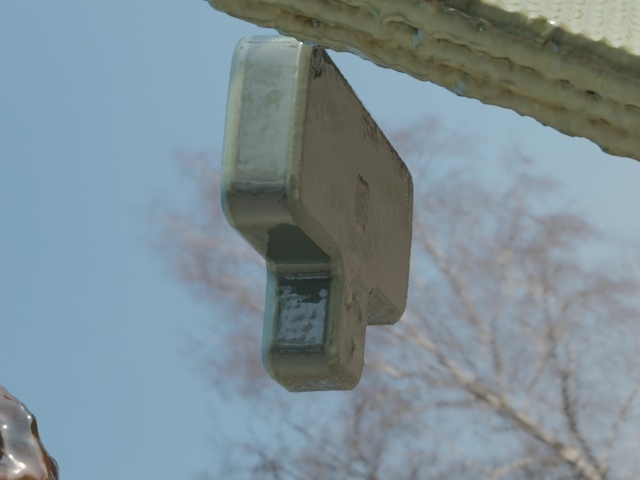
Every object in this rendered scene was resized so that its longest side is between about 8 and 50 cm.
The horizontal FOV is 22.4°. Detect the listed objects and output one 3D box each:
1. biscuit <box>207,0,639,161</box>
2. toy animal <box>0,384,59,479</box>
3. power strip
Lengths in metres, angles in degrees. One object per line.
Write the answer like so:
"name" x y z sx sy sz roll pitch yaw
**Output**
"biscuit" 0.088 -0.095 0.648 0.150 0.252 0.052 -69 -3 -57
"toy animal" -0.102 0.161 0.511 0.097 0.312 0.157 23 -79 -40
"power strip" -0.001 0.000 1.041 0.265 0.059 0.194 48 -136 -65
